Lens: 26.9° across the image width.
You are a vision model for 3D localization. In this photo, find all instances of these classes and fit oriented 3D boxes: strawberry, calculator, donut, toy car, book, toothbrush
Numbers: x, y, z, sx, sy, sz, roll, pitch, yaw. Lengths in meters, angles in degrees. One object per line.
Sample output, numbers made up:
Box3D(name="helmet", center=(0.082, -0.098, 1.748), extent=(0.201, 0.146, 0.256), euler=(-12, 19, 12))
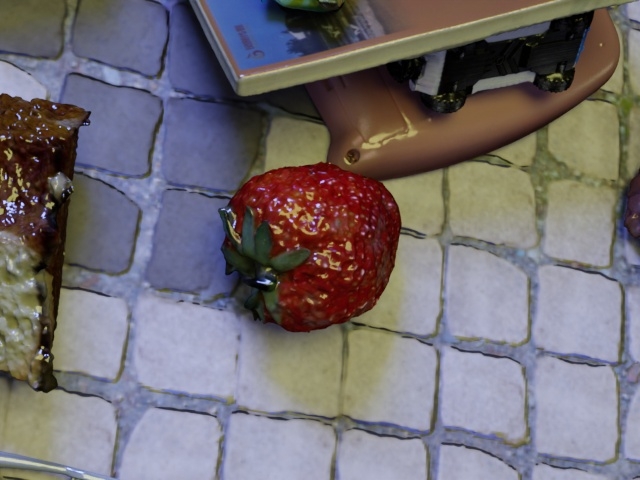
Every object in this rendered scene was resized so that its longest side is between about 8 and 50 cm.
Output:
Box3D(name="strawberry", center=(0.001, 0.002, 1.019), extent=(0.148, 0.131, 0.131), euler=(-15, 79, -14))
Box3D(name="calculator", center=(0.117, -0.184, 1.156), extent=(0.330, 0.048, 0.220), euler=(-24, 81, -23))
Box3D(name="donut", center=(-0.231, -0.005, 0.952), extent=(0.126, 0.144, 0.186), euler=(10, 101, -9))
Box3D(name="toy car", center=(0.135, -0.160, 1.085), extent=(0.171, 0.080, 0.070), euler=(-12, 50, -18))
Box3D(name="book", center=(0.069, -0.247, 1.080), extent=(0.374, 0.028, 0.262), euler=(-16, 52, -13))
Box3D(name="toothbrush", center=(-0.273, 0.145, 0.935), extent=(0.286, 0.020, 0.025), euler=(18, 75, -13))

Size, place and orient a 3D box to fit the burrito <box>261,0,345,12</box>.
Box3D(name="burrito", center=(-0.010, -0.274, 1.055), extent=(0.104, 0.054, 0.288), euler=(5, 50, 8))

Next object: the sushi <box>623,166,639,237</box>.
Box3D(name="sushi", center=(0.400, -0.060, 1.148), extent=(0.270, 0.171, 0.236), euler=(-41, 90, -20))
